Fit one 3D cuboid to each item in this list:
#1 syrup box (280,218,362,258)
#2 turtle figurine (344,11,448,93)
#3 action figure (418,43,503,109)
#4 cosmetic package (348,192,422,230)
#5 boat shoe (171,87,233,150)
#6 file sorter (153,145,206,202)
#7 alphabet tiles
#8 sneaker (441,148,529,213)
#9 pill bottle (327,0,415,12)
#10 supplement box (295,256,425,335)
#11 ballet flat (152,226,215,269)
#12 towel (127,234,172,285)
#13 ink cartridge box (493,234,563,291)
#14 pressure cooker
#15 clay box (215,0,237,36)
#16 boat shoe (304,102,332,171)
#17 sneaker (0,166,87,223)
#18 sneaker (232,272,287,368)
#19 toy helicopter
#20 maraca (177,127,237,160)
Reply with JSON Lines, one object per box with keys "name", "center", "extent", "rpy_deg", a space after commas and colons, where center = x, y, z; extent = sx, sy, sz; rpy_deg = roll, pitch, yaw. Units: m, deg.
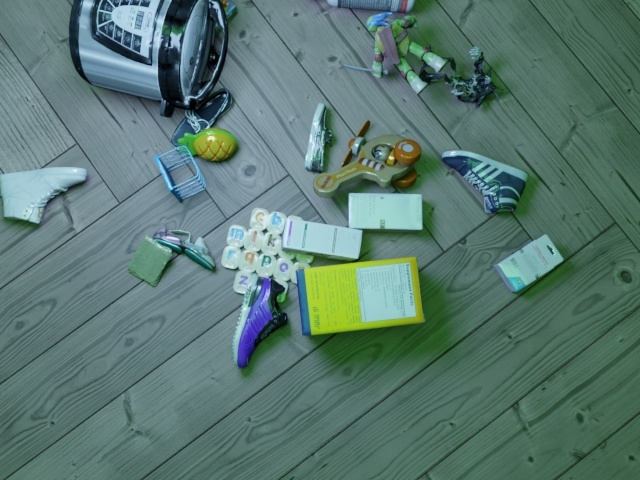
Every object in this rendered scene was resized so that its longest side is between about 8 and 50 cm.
{"name": "syrup box", "center": [0.000, 0.000, 1.889], "extent": [0.236, 0.093, 0.096], "rpy_deg": [10, 80, -8]}
{"name": "turtle figurine", "center": [0.255, -0.593, 1.920], "extent": [0.266, 0.275, 0.198], "rpy_deg": [43, 72, 1]}
{"name": "action figure", "center": [0.456, -0.522, 1.948], "extent": [0.275, 0.141, 0.164], "rpy_deg": [20, 82, 6]}
{"name": "cosmetic package", "center": [0.203, -0.086, 1.924], "extent": [0.231, 0.085, 0.117], "rpy_deg": [0, 83, 2]}
{"name": "boat shoe", "center": [-0.385, -0.393, 1.968], "extent": [0.254, 0.079, 0.095], "rpy_deg": [-39, 86, -4]}
{"name": "file sorter", "center": [-0.431, -0.208, 1.903], "extent": [0.104, 0.170, 0.118], "rpy_deg": [-25, 83, -6]}
{"name": "alphabet tiles", "center": [-0.164, 0.046, 1.942], "extent": [0.284, 0.021, 0.278], "rpy_deg": [13, 86, 2]}
{"name": "sneaker", "center": [0.505, -0.181, 1.925], "extent": [0.282, 0.099, 0.153], "rpy_deg": [18, 82, 0]}
{"name": "pill bottle", "center": [0.127, -0.851, 1.954], "extent": [0.362, 0.210, 0.210], "rpy_deg": [5, 83, 1]}
{"name": "supplement box", "center": [0.111, 0.165, 1.829], "extent": [0.356, 0.195, 0.194], "rpy_deg": [-6, 87, -2]}
{"name": "ballet flat", "center": [-0.420, 0.014, 1.929], "extent": [0.221, 0.077, 0.079], "rpy_deg": [24, 64, 4]}
{"name": "towel", "center": [-0.535, 0.063, 1.915], "extent": [0.110, 0.027, 0.148], "rpy_deg": [32, 112, -1]}
{"name": "ink cartridge box", "center": [0.651, 0.071, 1.911], "extent": [0.180, 0.060, 0.104], "rpy_deg": [-32, 83, -3]}
{"name": "pressure cooker", "center": [-0.490, -0.612, 1.855], "extent": [0.420, 0.370, 0.376], "rpy_deg": [15, 50, 1]}
{"name": "clay box", "center": [-0.401, -0.790, 2.030], "extent": [0.222, 0.053, 0.127], "rpy_deg": [40, 85, 4]}
{"name": "boat shoe", "center": [0.002, -0.330, 1.963], "extent": [0.070, 0.078, 0.219], "rpy_deg": [10, 91, 3]}
{"name": "sneaker", "center": [-0.870, -0.138, 1.936], "extent": [0.292, 0.108, 0.169], "rpy_deg": [-7, 85, 9]}
{"name": "sneaker", "center": [-0.178, 0.258, 1.868], "extent": [0.146, 0.102, 0.293], "rpy_deg": [13, 89, 1]}
{"name": "toy helicopter", "center": [0.125, -0.241, 1.907], "extent": [0.355, 0.140, 0.235], "rpy_deg": [-27, 58, -17]}
{"name": "maraca", "center": [-0.356, -0.303, 1.934], "extent": [0.185, 0.127, 0.099], "rpy_deg": [-3, 55, -9]}
